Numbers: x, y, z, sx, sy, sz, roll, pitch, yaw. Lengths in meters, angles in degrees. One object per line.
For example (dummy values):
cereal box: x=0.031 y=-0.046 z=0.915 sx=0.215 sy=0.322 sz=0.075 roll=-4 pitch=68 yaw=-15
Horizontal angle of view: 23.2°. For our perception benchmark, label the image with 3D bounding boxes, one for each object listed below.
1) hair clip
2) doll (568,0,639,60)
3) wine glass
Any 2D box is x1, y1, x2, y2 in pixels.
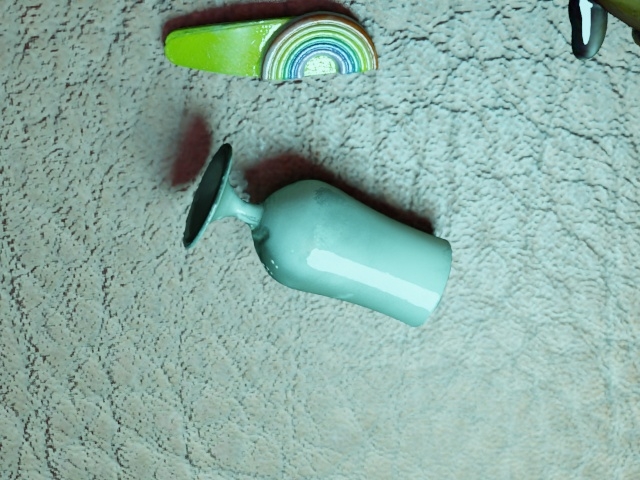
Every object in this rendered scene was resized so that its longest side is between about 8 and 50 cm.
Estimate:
hair clip: x=-0.043 y=-0.171 z=1.361 sx=0.188 sy=0.033 sz=0.060 roll=-2 pitch=115 yaw=-2
doll: x=0.390 y=-0.217 z=1.240 sx=0.339 sy=0.209 sz=0.318 roll=12 pitch=150 yaw=-28
wine glass: x=0.000 y=0.000 z=1.409 sx=0.231 sy=0.103 sz=0.103 roll=21 pitch=113 yaw=-17
